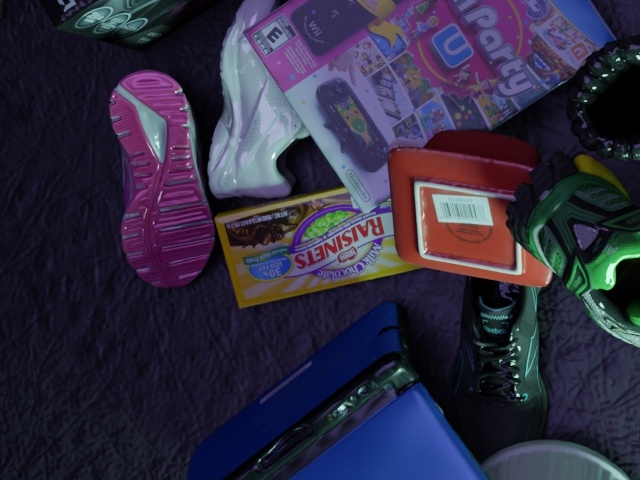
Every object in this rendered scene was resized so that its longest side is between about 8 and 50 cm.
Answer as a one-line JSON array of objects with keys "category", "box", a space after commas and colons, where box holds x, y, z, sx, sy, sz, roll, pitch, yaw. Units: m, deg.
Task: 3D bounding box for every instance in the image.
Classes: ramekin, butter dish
[{"category": "ramekin", "box": [0.225, 0.313, 1.809, 0.207, 0.109, 0.207, 2, 106, 8]}, {"category": "butter dish", "box": [0.157, -0.050, 1.758, 0.160, 0.118, 0.160, 10, 137, 17]}]

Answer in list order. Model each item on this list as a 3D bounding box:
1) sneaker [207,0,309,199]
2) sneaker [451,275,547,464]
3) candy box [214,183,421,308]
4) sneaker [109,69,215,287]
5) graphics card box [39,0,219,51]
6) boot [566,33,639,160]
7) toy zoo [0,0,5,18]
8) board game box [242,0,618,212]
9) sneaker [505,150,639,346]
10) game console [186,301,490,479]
[{"category": "sneaker", "box": [-0.049, -0.153, 1.938, 0.115, 0.090, 0.232, 8, 101, 10]}, {"category": "sneaker", "box": [0.174, 0.109, 1.854, 0.101, 0.106, 0.267, 0, 91, 15]}, {"category": "candy box", "box": [0.000, 0.000, 1.923, 0.206, 0.027, 0.105, -13, 103, 10]}, {"category": "sneaker", "box": [-0.165, -0.073, 1.961, 0.103, 0.111, 0.252, -2, 111, 0]}, {"category": "graphics card box", "box": [-0.100, -0.333, 1.868, 0.371, 0.233, 0.094, -30, 82, 14]}, {"category": "boot", "box": [0.398, -0.186, 1.704, 0.348, 0.260, 0.131, -39, 80, 13]}, {"category": "toy zoo", "box": [-0.486, -0.367, 2.087, 0.293, 0.030, 0.192, 11, 93, 16]}, {"category": "board game box", "box": [0.109, -0.202, 1.829, 0.303, 0.097, 0.224, -34, 91, 5]}, {"category": "sneaker", "box": [0.306, 0.050, 1.708, 0.134, 0.343, 0.146, -48, 47, 13]}, {"category": "game console", "box": [0.017, 0.243, 1.864, 0.293, 0.250, 0.173, -38, 105, 13]}]
